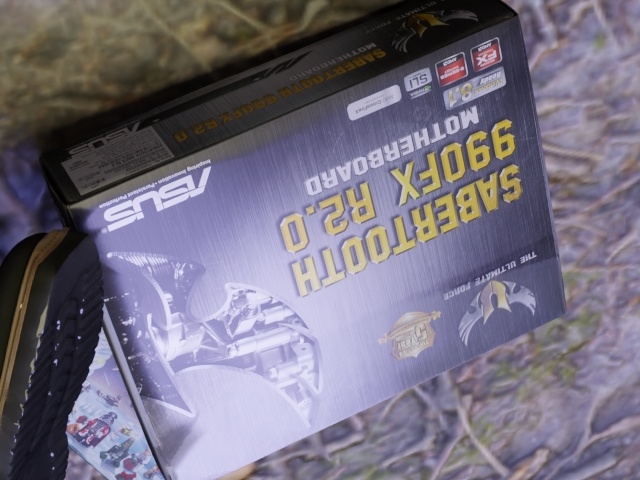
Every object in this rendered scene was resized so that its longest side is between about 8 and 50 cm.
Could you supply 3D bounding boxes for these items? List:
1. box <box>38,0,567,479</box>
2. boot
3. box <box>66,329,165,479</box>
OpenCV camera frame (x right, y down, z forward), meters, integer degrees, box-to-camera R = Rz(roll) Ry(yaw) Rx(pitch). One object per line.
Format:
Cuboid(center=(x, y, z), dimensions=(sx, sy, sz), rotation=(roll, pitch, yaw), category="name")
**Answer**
Cuboid(center=(0.000, 0.000, 0.759), dimensions=(0.231, 0.056, 0.183), rotation=(-23, 125, -13), category="box")
Cuboid(center=(-0.181, 0.058, 0.701), dimensions=(0.137, 0.077, 0.198), rotation=(26, 123, 9), category="boot")
Cuboid(center=(-0.094, 0.078, 0.816), dimensions=(0.094, 0.027, 0.137), rotation=(-37, 128, 5), category="box")
